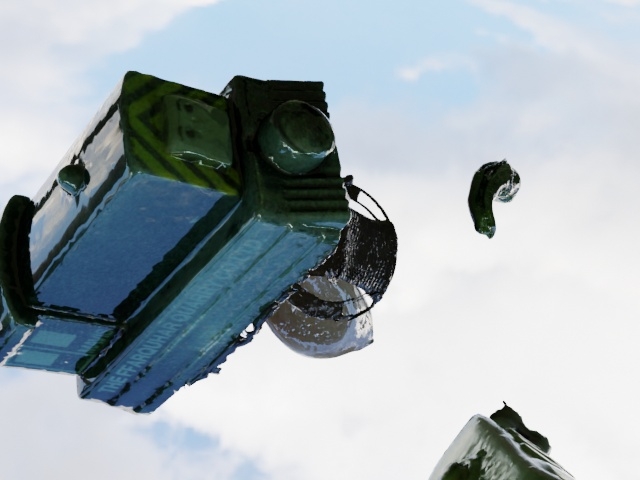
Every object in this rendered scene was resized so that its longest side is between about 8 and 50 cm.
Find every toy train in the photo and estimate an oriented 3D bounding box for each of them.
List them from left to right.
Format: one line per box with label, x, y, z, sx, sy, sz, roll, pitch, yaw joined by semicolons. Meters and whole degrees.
toy train;-0.124;0.006;0.861;0.178;0.330;0.139;13;-128;-32

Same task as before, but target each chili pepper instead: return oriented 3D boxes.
chili pepper;0.223;-0.063;1.574;0.050;0.073;0.182;12;-158;17

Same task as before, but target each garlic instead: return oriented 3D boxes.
garlic;-0.029;0.077;1.823;0.143;0.318;0.112;-43;-133;-3

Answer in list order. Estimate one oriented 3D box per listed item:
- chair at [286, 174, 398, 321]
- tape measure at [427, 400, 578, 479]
chair;0.000;0.000;1.456;0.149;0.174;0.213;3;167;26
tape measure;0.104;0.196;0.681;0.106;0.175;0.200;37;177;-16
